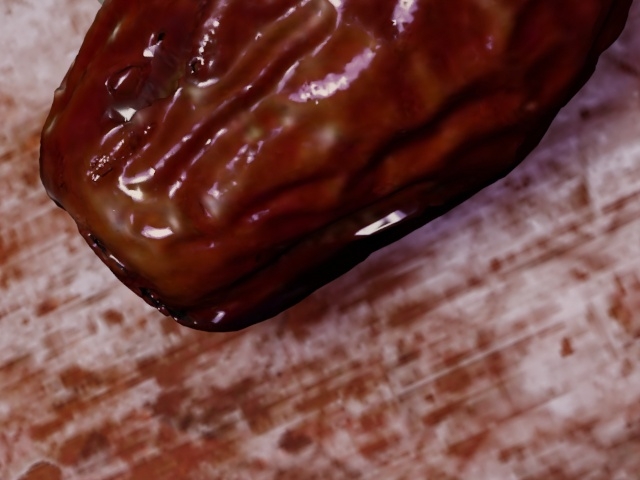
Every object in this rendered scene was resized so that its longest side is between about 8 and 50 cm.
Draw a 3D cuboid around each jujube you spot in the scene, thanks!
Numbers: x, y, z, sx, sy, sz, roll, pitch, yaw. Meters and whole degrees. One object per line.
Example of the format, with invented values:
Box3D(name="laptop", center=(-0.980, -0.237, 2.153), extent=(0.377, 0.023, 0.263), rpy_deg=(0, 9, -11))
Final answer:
Box3D(name="jujube", center=(0.012, -0.096, 0.762), extent=(0.197, 0.197, 0.290), rpy_deg=(44, 91, 9))

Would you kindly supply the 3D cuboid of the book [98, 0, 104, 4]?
Box3D(name="book", center=(-0.114, -0.272, 0.880), extent=(0.208, 0.020, 0.295), rpy_deg=(-44, 82, 11))
